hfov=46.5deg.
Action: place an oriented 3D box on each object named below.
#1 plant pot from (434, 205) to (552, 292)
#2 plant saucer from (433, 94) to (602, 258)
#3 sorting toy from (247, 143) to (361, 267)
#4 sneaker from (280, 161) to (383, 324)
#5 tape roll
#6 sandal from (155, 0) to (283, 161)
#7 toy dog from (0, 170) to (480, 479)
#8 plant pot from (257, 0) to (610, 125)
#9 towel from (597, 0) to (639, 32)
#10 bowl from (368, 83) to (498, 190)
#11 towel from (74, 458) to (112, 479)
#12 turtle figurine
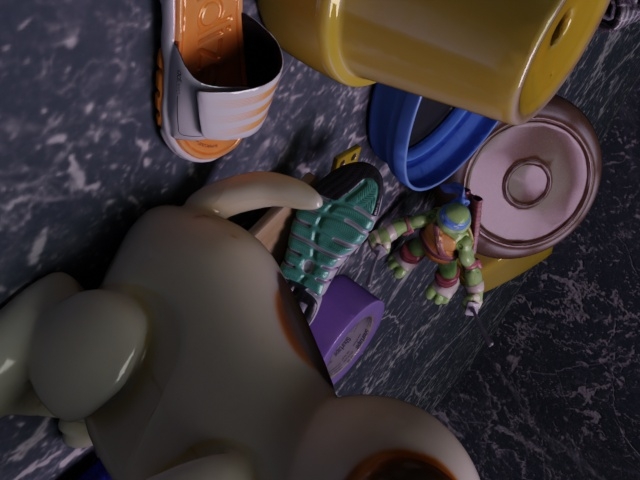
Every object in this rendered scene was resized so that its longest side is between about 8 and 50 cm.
[{"bbox_3d":[0.324,-0.014,1.489,0.187,0.212,0.212,-42,158,-5],"label":"plant pot"},{"bbox_3d":[0.354,-0.104,1.300,0.310,0.311,0.050,-60,-162,13],"label":"plant saucer"},{"bbox_3d":[-0.054,-0.013,0.881,0.274,0.046,0.132,-46,157,-20],"label":"sorting toy"},{"bbox_3d":[0.000,0.000,0.878,0.223,0.083,0.098,-58,-178,15],"label":"sneaker"},{"bbox_3d":[0.019,0.157,1.246,0.189,0.080,0.189,-44,156,-25],"label":"tape roll"},{"bbox_3d":[-0.076,-0.148,0.591,0.102,0.076,0.265,-42,155,-30],"label":"sandal"},{"bbox_3d":[-0.048,0.175,0.673,0.395,0.408,0.284,-49,159,-14],"label":"toy dog"},{"bbox_3d":[0.113,-0.229,0.650,0.254,0.239,0.254,-45,156,-26],"label":"plant pot"},{"bbox_3d":[0.372,-0.414,0.919,0.235,0.283,0.121,-27,-173,-40],"label":"towel"},{"bbox_3d":[0.203,-0.253,1.028,0.391,0.077,0.391,-45,157,-26],"label":"bowl"},{"bbox_3d":[-0.343,0.401,0.867,0.308,0.076,0.227,-39,147,-35],"label":"towel"},{"bbox_3d":[0.171,0.055,1.253,0.266,0.198,0.274,87,6,-73],"label":"turtle figurine"}]
